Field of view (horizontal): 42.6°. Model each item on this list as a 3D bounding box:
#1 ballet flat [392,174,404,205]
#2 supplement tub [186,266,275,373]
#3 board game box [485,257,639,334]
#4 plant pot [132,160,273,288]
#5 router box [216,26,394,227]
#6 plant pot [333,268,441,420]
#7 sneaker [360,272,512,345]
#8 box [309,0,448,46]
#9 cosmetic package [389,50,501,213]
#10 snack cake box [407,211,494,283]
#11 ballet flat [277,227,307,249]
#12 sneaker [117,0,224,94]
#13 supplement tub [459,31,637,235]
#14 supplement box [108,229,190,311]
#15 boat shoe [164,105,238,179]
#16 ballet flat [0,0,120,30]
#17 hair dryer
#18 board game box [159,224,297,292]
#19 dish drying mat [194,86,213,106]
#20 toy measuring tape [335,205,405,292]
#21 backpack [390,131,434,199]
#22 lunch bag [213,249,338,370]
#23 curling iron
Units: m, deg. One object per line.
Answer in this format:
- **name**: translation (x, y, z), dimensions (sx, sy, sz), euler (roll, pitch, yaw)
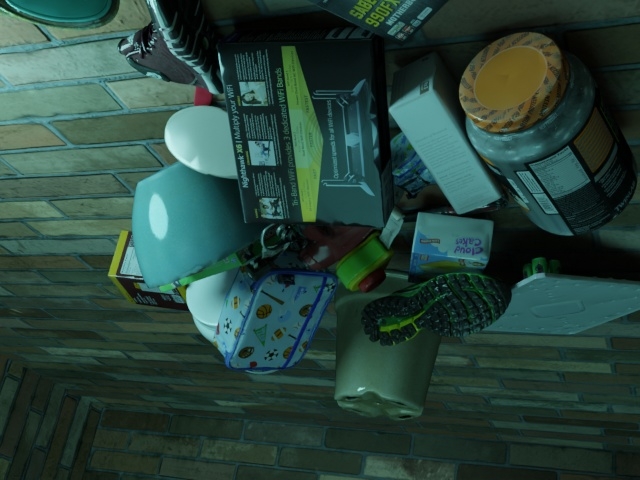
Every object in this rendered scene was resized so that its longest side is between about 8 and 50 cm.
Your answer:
- **ballet flat**: translation (0.106, -0.125, 1.566), dimensions (0.084, 0.058, 0.250), euler (-30, 154, 1)
- **supplement tub**: translation (-0.188, 0.187, 2.110), dimensions (0.235, 0.235, 0.325), euler (2, 154, 19)
- **board game box**: translation (0.526, 0.132, 1.831), dimensions (0.389, 0.050, 0.390), euler (6, 158, -22)
- **plant pot**: translation (-0.258, -0.059, 1.638), dimensions (0.290, 0.290, 0.195), euler (-16, 104, 44)
- **router box**: translation (-0.017, -0.174, 1.294), dimensions (0.242, 0.081, 0.309), euler (3, 119, 16)
- **plant pot**: translation (0.164, 0.279, 2.082), dimensions (0.333, 0.306, 0.334), euler (9, 155, 4)
- **sneaker**: translation (0.252, 0.126, 1.748), dimensions (0.343, 0.134, 0.146), euler (-13, -170, 40)
- **box**: translation (0.092, -0.365, 1.060), dimensions (0.183, 0.056, 0.231), euler (20, 153, -21)
- **cosmetic package**: translation (0.199, -0.165, 1.285), dimensions (0.085, 0.117, 0.231), euler (-23, 123, 27)
- **snack cake box**: translation (0.267, 0.028, 1.724), dimensions (0.152, 0.089, 0.264), euler (9, 164, 7)
- **ballet flat**: translation (-0.007, -0.021, 1.824), dimensions (0.206, 0.073, 0.067), euler (-8, 174, 41)
- **sneaker**: translation (-0.254, -0.316, 1.248), dimensions (0.162, 0.106, 0.281), euler (6, 155, 18)
- **supplement tub**: translation (0.343, -0.156, 1.236), dimensions (0.193, 0.194, 0.316), euler (-7, 148, 34)
- **supplement box**: translation (-0.409, 0.081, 2.103), dimensions (0.194, 0.129, 0.191), euler (7, 155, 9)
- **boat shoe**: translation (-0.106, -0.157, 1.501), dimensions (0.340, 0.127, 0.158), euler (15, 180, 19)
- **ballet flat**: translation (-0.459, -0.379, 1.209), dimensions (0.348, 0.123, 0.123), euler (11, 155, -2)
- **hair dryer**: translation (0.000, 0.000, 1.644), dimensions (0.293, 0.080, 0.223), euler (-22, 165, -27)
- **board game box**: translation (-0.204, 0.021, 1.820), dimensions (0.317, 0.213, 0.046), euler (-19, 102, 47)
- **dish drying mat**: translation (-0.206, -0.261, 1.452), dimensions (0.032, 0.008, 0.083), euler (13, 154, -7)
- **toy measuring tape**: translation (0.101, 0.032, 1.807), dimensions (0.121, 0.121, 0.330), euler (12, 152, -3)
- **backpack**: translation (0.175, -0.147, 1.426), dimensions (0.084, 0.105, 0.114), euler (33, 136, -32)
- **lunch bag**: translation (-0.096, 0.159, 1.882), dimensions (0.243, 0.115, 0.303), euler (8, 119, -36)
- **curling iron**: translation (0.260, -0.069, 1.642), dimensions (0.274, 0.035, 0.068), euler (-13, 125, 49)
